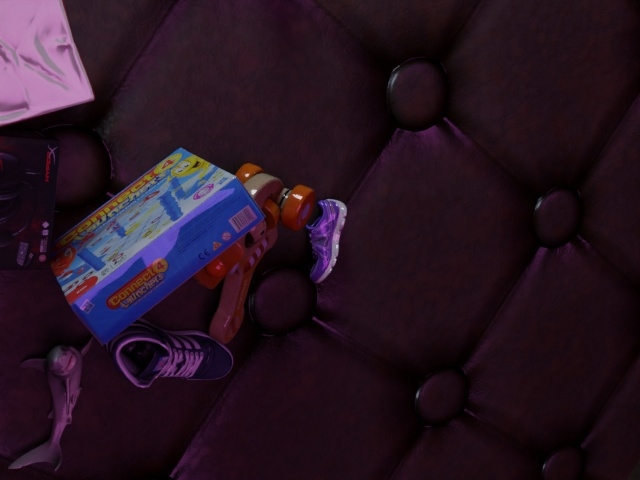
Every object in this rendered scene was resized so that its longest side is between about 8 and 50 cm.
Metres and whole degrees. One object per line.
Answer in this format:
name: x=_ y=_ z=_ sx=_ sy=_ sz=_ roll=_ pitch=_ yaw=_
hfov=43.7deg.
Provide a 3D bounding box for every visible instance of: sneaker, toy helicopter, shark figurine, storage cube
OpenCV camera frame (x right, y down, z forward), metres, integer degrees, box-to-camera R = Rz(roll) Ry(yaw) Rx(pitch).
sneaker: x=0.000 y=0.000 z=1.586 sx=0.071 sy=0.068 sz=0.169 roll=12 pitch=91 yaw=-14
toy helicopter: x=-0.147 y=0.047 z=1.444 sx=0.235 sy=0.140 sz=0.355 roll=-42 pitch=153 yaw=-59
shark figurine: x=-0.481 y=0.264 z=1.411 sx=0.116 sy=0.166 sz=0.278 roll=16 pitch=117 yaw=-4
sneaker: x=-0.268 y=0.216 z=1.451 sx=0.282 sy=0.153 sz=0.099 roll=24 pitch=94 yaw=-30
storage cube: x=-0.468 y=-0.277 z=1.185 sx=0.215 sy=0.193 sz=0.183 roll=-21 pitch=113 yaw=-21

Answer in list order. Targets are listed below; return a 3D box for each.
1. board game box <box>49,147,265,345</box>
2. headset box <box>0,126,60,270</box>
board game box: x=-0.281 y=-0.008 z=1.294 sx=0.308 sy=0.302 sz=0.086 roll=-39 pitch=118 yaw=-12
headset box: x=-0.566 y=-0.068 z=1.216 sx=0.293 sy=0.110 sz=0.218 roll=1 pitch=104 yaw=-38
